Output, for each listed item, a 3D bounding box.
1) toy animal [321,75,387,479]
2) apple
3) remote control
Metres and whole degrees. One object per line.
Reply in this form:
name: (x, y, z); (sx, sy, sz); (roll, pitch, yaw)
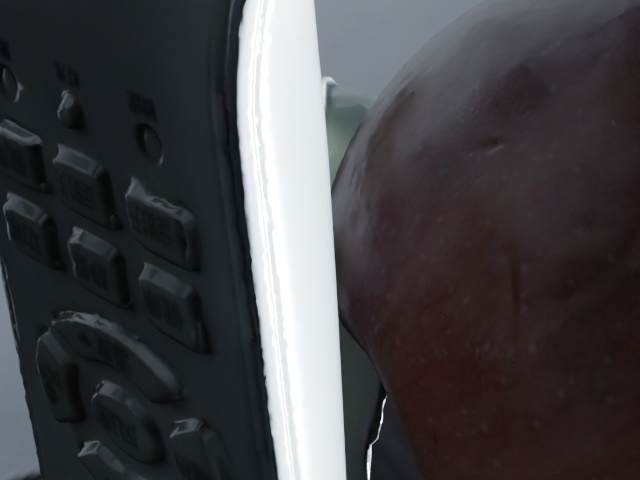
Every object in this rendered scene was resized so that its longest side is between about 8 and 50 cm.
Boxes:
toy animal: (-0.012, -0.002, 1.091); (0.249, 0.289, 0.174); (31, 117, -30)
apple: (0.133, 0.029, 0.818); (0.235, 0.305, 0.306); (-27, 146, 4)
remote control: (-0.027, 0.050, 0.448); (0.055, 0.109, 0.313); (-27, 126, -34)
